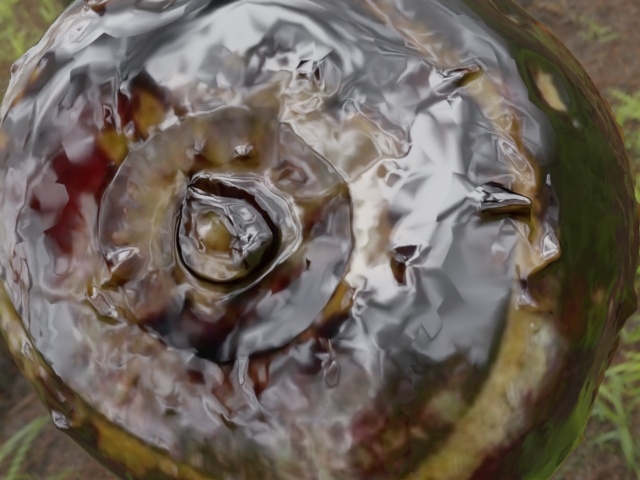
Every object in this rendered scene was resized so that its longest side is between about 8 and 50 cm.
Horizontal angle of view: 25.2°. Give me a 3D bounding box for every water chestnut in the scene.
[{"bbox_3d":[0.000,0.000,0.657,0.300,0.300,0.300,-17,39,15],"label":"water chestnut"}]
